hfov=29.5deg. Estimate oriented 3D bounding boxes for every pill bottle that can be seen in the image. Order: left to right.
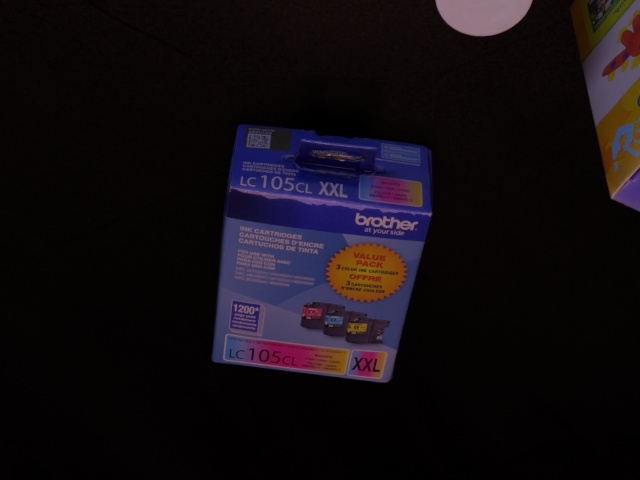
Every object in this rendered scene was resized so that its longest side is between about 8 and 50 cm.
[{"bbox_3d":[0.170,-0.321,1.305,0.121,0.221,0.121,1,132,1],"label":"pill bottle"}]

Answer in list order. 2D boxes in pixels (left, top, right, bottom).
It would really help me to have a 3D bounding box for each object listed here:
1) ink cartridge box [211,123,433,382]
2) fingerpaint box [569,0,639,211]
[{"bbox_3d":[0.000,0.000,1.658,0.269,0.151,0.396,6,130,-3],"label":"ink cartridge box"},{"bbox_3d":[0.466,-0.274,1.235,0.163,0.371,0.445,23,129,-17],"label":"fingerpaint box"}]
